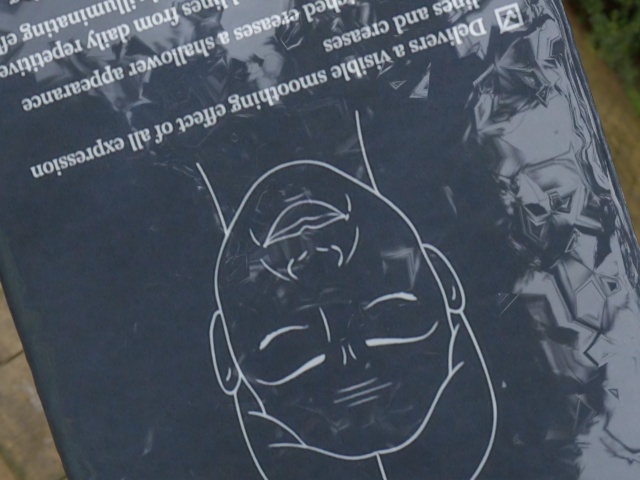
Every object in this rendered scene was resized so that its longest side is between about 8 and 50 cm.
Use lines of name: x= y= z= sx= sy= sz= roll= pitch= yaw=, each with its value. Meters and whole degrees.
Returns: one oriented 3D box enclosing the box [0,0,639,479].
box: x=0.000 y=0.000 z=0.659 sx=0.212 sy=0.293 sz=0.395 roll=-49 pitch=122 yaw=-86
